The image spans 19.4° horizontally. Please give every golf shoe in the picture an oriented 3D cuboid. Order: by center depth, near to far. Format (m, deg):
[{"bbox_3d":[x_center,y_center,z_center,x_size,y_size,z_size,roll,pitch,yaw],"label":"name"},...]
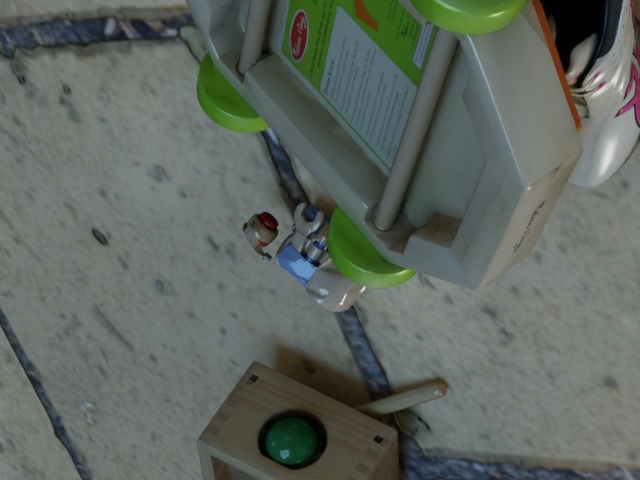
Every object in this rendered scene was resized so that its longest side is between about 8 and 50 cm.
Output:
[{"bbox_3d":[0.122,-0.094,0.911,0.067,0.086,0.186,17,136,23],"label":"golf shoe"}]

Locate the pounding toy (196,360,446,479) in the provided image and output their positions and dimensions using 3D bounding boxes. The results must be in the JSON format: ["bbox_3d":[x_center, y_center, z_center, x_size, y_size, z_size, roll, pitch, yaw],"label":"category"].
[{"bbox_3d":[0.003,0.140,1.223,0.130,0.100,0.141,24,148,20],"label":"pounding toy"}]

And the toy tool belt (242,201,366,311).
[{"bbox_3d":[0.000,0.000,1.127,0.083,0.052,0.051,39,109,-3],"label":"toy tool belt"}]

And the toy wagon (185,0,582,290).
[{"bbox_3d":[-0.009,-0.133,0.942,0.344,0.068,0.267,50,156,17],"label":"toy wagon"}]
